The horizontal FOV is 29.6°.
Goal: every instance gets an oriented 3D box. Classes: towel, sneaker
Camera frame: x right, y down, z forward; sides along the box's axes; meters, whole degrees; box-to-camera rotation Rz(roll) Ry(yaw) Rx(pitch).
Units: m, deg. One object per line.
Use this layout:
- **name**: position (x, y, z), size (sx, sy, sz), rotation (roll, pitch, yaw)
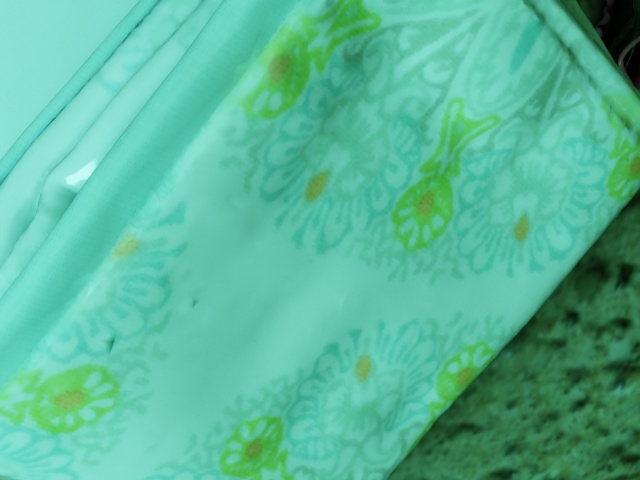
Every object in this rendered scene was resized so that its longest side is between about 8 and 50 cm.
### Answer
- **towel**: position (0.000, 0.000, 0.634), size (0.374, 0.090, 0.320), rotation (-48, 135, 3)
- **sneaker**: position (0.194, -0.139, 0.727), size (0.047, 0.057, 0.119), rotation (6, 107, -23)

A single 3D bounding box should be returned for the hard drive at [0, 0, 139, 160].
- **hard drive**: position (-0.148, -0.055, 0.619), size (0.353, 0.047, 0.233), rotation (-44, 121, -3)
